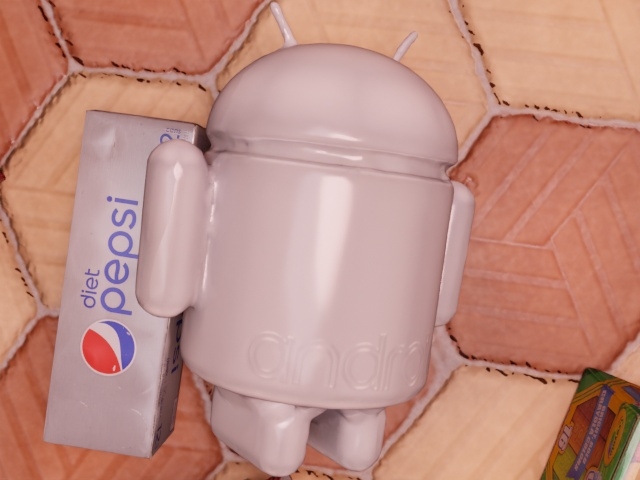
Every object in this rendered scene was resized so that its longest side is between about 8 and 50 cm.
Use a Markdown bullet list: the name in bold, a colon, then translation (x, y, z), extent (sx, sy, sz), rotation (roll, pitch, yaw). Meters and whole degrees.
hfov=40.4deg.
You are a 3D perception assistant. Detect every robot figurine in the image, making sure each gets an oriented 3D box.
- **robot figurine**: translation (0.000, 0.000, 0.691), extent (0.300, 0.200, 0.353), rotation (4, 95, -36)

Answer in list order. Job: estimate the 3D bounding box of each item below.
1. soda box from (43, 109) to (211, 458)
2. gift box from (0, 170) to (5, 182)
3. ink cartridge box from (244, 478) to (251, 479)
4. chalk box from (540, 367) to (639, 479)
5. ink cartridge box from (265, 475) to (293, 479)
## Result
- **soda box**: translation (-0.165, 0.035, 0.761), extent (0.098, 0.091, 0.286), rotation (8, 94, 3)
- **gift box**: translation (-0.464, -0.065, 0.707), extent (0.258, 0.255, 0.276), rotation (-37, 95, 4)
- **ink cartridge box**: translation (-0.091, 0.345, 0.772), extent (0.208, 0.087, 0.153), rotation (-45, 89, 5)
- **chalk box**: translation (0.264, 0.201, 0.671), extent (0.132, 0.213, 0.132), rotation (22, 94, 4)
- **ink cartridge box**: translation (-0.078, 0.285, 0.660), extent (0.176, 0.127, 0.128), rotation (-29, 90, 4)
